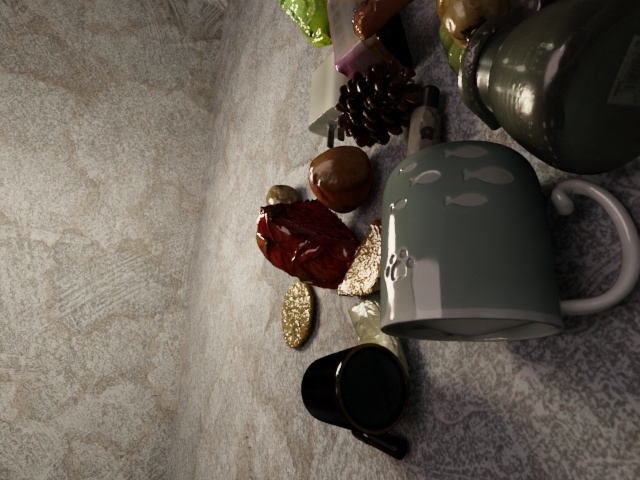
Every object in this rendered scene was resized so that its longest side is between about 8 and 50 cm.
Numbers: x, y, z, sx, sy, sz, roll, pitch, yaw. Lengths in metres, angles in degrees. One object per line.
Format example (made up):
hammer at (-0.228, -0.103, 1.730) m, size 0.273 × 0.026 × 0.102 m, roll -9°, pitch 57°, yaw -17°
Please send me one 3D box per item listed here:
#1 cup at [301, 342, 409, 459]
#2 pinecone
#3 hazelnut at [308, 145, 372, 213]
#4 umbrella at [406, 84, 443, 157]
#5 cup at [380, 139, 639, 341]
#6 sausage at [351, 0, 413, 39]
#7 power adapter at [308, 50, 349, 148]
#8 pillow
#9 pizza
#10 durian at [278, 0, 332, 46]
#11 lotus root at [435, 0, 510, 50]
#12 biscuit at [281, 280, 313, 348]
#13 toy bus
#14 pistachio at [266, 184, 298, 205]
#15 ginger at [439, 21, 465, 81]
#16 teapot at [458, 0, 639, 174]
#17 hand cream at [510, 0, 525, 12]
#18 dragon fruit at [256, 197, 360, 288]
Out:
cup at (0.067, 0.338, 0.899) m, size 0.177 × 0.166 × 0.239 m, roll -31°, pitch 69°, yaw 55°
pinecone at (0.144, -0.335, 1.057) m, size 0.212 × 0.169 × 0.185 m, roll -38°, pitch 78°, yaw 36°
hazelnut at (0.047, -0.164, 1.177) m, size 0.182 × 0.182 × 0.182 m, roll -31°, pitch 54°, yaw 54°
umbrella at (0.221, -0.172, 0.960) m, size 0.073 × 0.067 × 0.337 m, roll -5°, pitch 76°, yaw 58°
cup at (0.263, 0.001, 0.672) m, size 0.357 × 0.259 × 0.274 m, roll -9°, pitch 69°, yaw 28°
sausage at (0.200, -0.559, 0.963) m, size 0.327 × 0.087 × 0.079 m, roll -38°, pitch 74°, yaw -3°
power adapter at (0.048, -0.398, 1.304) m, size 0.187 × 0.124 × 0.255 m, roll -21°, pitch 62°, yaw 59°
pillow at (0.131, 0.227, 1.001) m, size 0.148 × 0.050 × 0.229 m, roll 124°, pitch 142°, yaw -46°
pizza at (0.120, 0.062, 0.999) m, size 0.226 × 0.069 × 0.147 m, roll -66°, pitch 28°, yaw 16°
durian at (0.002, -0.808, 1.446) m, size 0.256 × 0.204 × 0.339 m, roll -36°, pitch 85°, yaw 17°
lotus root at (0.261, -0.425, 0.771) m, size 0.118 × 0.125 × 0.220 m, roll -11°, pitch 68°, yaw 21°
biscuit at (-0.075, 0.233, 1.398) m, size 0.220 × 0.033 × 0.219 m, roll -33°, pitch 52°, yaw 56°
toy bus at (0.111, -0.585, 1.170) m, size 0.162 × 0.171 × 0.386 m, roll -24°, pitch 56°, yaw 29°
pistachio at (-0.139, -0.144, 1.588) m, size 0.108 × 0.126 × 0.185 m, roll -36°, pitch 23°, yaw -11°
ginger at (0.293, -0.443, 0.900) m, size 0.137 × 0.089 × 0.289 m, roll 146°, pitch 130°, yaw -59°
teapot at (0.314, -0.269, 0.625) m, size 0.305 × 0.223 × 0.285 m, roll 65°, pitch 177°, yaw -29°
hand cream at (0.367, -0.484, 0.771) m, size 0.185 × 0.118 × 0.358 m, roll -23°, pitch 69°, yaw 59°
dragon fruit at (0.000, 0.000, 1.169) m, size 0.330 × 0.302 × 0.240 m, roll 19°, pitch 84°, yaw 36°
